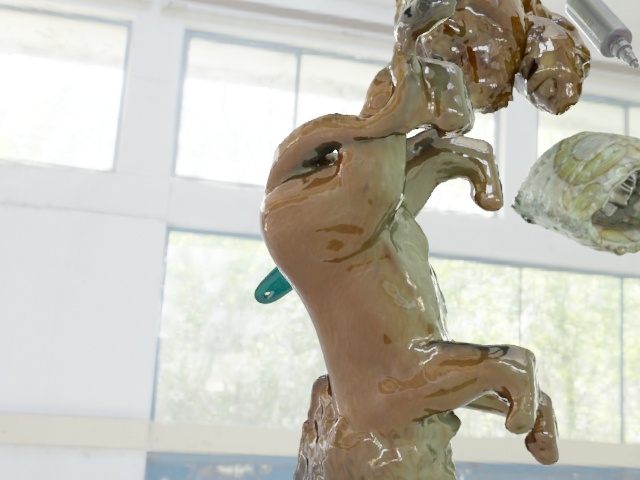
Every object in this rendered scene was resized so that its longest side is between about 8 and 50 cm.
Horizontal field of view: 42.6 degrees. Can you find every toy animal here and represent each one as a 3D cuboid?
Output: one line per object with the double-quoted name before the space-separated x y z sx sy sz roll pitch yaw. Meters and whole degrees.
"toy animal" 0.033 0.046 0.434 0.157 0.312 0.097 -13 12 16

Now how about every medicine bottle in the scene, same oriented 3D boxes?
"medicine bottle" 0.466 -0.339 1.337 0.057 0.199 0.058 -10 -42 -9

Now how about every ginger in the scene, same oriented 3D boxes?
"ginger" 0.218 -0.269 1.062 0.152 0.274 0.357 -44 2 33

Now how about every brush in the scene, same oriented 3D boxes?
"brush" 0.000 0.000 0.894 0.193 0.032 0.043 -40 -54 12

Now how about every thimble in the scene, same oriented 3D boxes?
"thimble" 0.352 -0.060 1.033 0.190 0.137 0.143 -17 23 -15
